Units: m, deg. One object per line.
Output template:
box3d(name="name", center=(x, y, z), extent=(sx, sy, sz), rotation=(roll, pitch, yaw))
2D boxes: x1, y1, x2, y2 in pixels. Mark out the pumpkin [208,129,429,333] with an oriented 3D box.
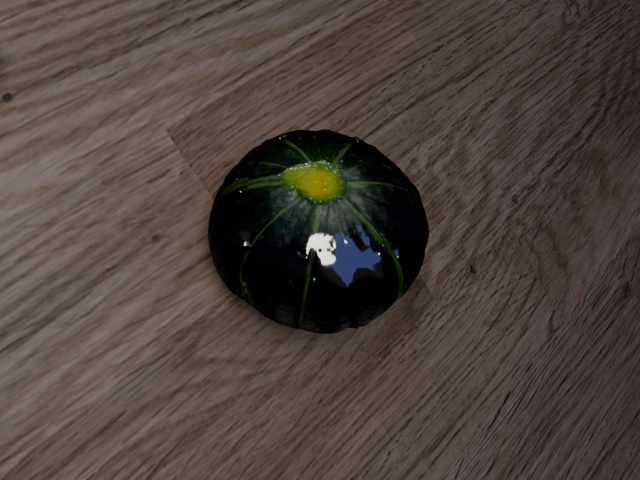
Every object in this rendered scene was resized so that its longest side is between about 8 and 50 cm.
box3d(name="pumpkin", center=(0.000, 0.000, 0.804), extent=(0.296, 0.296, 0.295), rotation=(4, 82, -30))
